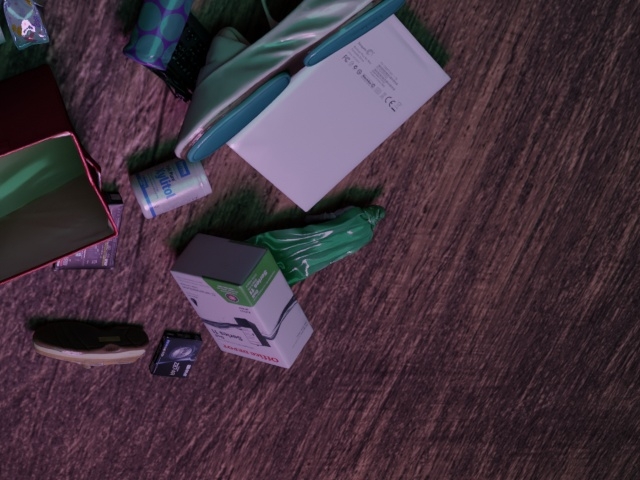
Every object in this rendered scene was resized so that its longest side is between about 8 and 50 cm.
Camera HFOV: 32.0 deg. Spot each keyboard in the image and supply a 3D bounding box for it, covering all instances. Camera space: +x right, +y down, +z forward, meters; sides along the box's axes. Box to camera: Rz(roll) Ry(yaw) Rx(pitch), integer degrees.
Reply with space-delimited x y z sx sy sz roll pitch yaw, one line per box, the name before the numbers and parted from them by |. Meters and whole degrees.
keyboard | -0.176 -0.237 1.583 0.100 0.038 0.192 -38 130 6

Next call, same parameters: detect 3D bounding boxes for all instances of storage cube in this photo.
storage cube | -0.405 -0.089 1.488 0.215 0.193 0.183 -22 130 -6

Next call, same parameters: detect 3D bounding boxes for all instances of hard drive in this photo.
hard drive | 0.026 -0.204 1.694 0.307 0.040 0.203 -42 130 10

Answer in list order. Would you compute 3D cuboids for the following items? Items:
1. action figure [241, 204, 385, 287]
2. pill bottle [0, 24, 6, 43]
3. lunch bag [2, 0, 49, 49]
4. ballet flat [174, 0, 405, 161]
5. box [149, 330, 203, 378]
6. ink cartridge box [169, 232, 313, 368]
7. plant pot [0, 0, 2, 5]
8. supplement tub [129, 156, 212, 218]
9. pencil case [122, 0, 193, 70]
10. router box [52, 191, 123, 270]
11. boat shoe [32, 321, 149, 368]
action figure | 0.000 0.000 1.819 0.232 0.063 0.137 -24 129 -1
pill bottle | -0.466 -0.257 1.418 0.120 0.067 0.067 -20 130 -10
lunch bag | -0.380 -0.298 1.424 0.053 0.071 0.083 -19 129 -8
ballet flat | -0.066 -0.272 1.554 0.400 0.139 0.139 -38 131 0
box | -0.244 0.193 1.882 0.067 0.018 0.083 11 119 -30
ink cartridge box | -0.121 0.097 1.769 0.087 0.153 0.208 -56 138 -29
plant pot | -0.465 -0.325 1.262 0.195 0.290 0.290 -38 138 -34
supplement tub | -0.223 -0.082 1.654 0.107 0.071 0.071 -24 130 -7
pencil case | -0.212 -0.305 1.487 0.064 0.070 0.151 -3 120 -60
router box | -0.350 -0.014 1.669 0.092 0.038 0.122 0 124 -25
boat shoe | -0.372 0.178 1.787 0.190 0.068 0.072 8 132 -29
